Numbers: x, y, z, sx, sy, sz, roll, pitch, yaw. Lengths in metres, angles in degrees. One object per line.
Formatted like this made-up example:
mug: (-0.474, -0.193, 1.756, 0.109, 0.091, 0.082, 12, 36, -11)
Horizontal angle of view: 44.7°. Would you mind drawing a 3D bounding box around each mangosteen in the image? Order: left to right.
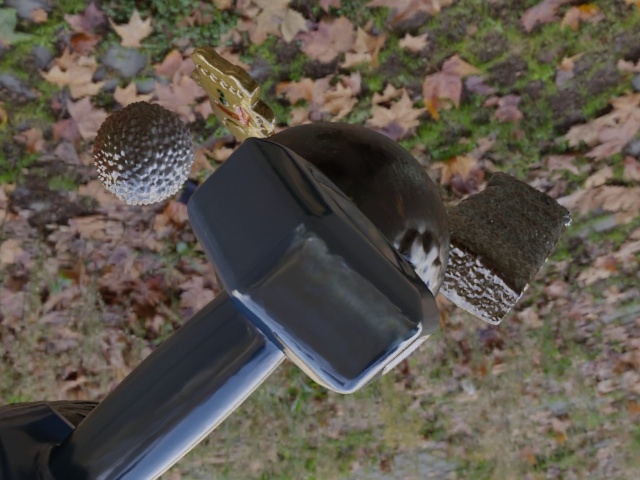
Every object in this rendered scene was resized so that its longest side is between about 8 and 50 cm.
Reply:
mangosteen: (0.000, 0.000, 0.869, 0.288, 0.288, 0.288, -6, 146, -4)

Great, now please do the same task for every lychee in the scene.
lychee: (-0.283, -0.142, 1.256, 0.165, 0.197, 0.165, 0, 108, 0)

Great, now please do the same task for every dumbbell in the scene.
dumbbell: (-0.089, 0.094, 0.452, 0.316, 0.143, 0.156, -43, 106, 8)

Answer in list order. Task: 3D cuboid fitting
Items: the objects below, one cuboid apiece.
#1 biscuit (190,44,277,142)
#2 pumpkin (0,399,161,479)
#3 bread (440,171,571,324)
biscuit: (-0.131, -0.204, 1.198, 0.036, 0.166, 0.225, -50, 162, -15)
pumpkin: (-0.248, 0.220, 0.677, 0.220, 0.162, 0.220, -1, -178, 0)
bread: (0.283, -0.003, 1.236, 0.416, 0.165, 0.113, -32, 151, -60)
